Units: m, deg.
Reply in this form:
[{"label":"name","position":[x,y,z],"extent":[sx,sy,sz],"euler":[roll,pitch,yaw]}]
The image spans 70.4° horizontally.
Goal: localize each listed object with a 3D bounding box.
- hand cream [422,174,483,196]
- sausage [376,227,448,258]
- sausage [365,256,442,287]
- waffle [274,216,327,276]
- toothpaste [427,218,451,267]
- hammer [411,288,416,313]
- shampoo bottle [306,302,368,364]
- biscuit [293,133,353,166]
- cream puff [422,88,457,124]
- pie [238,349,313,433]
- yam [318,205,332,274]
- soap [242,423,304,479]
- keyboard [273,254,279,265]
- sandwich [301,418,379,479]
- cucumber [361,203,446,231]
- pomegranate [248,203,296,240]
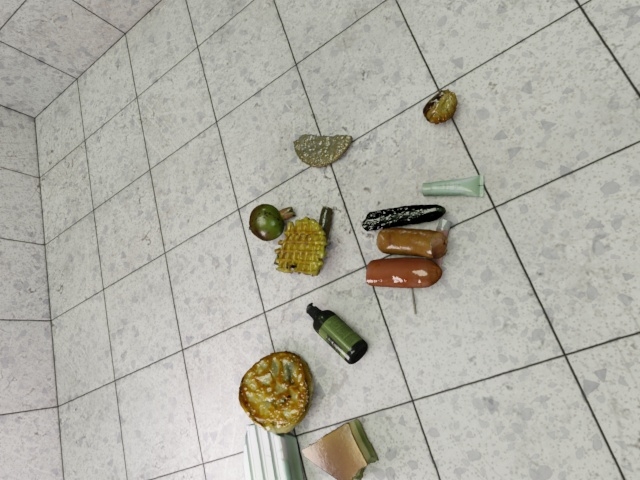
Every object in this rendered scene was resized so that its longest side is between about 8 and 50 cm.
[{"label":"hand cream","position":[0.457,-0.183,1.571],"extent":[0.205,0.050,0.078],"euler":[-1,78,26]},{"label":"sausage","position":[0.309,0.005,1.571],"extent":[0.270,0.109,0.109],"euler":[5,82,47]},{"label":"sausage","position":[0.289,0.111,1.570],"extent":[0.259,0.113,0.113],"euler":[-3,79,33]},{"label":"waffle","position":[-0.078,0.043,1.785],"extent":[0.283,0.065,0.309],"euler":[-48,42,24]},{"label":"toothpaste","position":[0.406,0.023,1.567],"extent":[0.067,0.043,0.194],"euler":[19,97,35]},{"label":"hammer","position":[0.326,0.203,1.592],"extent":[0.035,0.019,0.110],"euler":[-11,80,29]},{"label":"shampoo bottle","position":[0.045,0.331,1.683],"extent":[0.284,0.101,0.101],"euler":[40,101,31]},{"label":"biscuit","position":[-0.001,-0.372,1.886],"extent":[0.290,0.038,0.141],"euler":[10,86,34]},{"label":"cream puff","position":[0.428,-0.472,1.607],"extent":[0.104,0.119,0.133],"euler":[52,128,3]},{"label":"pie","position":[-0.161,0.568,1.731],"extent":[0.315,0.092,0.315],"euler":[-11,54,16]},{"label":"yam","position":[0.000,0.000,1.802],"extent":[0.061,0.061,0.274],"euler":[11,85,32]},{"label":"soap","position":[-0.180,0.859,1.704],"extent":[0.208,0.115,0.347],"euler":[-21,70,24]},{"label":"keyboard","position":[-0.139,0.093,1.889],"extent":[0.129,0.015,0.049],"euler":[18,89,32]},{"label":"sandwich","position":[0.070,0.758,1.578],"extent":[0.220,0.108,0.186],"euler":[-37,63,17]},{"label":"cucumber","position":[0.299,-0.088,1.629],"extent":[0.303,0.081,0.072],"euler":[-8,106,26]},{"label":"pomegranate","position":[-0.205,-0.085,1.898],"extent":[0.205,0.159,0.159],"euler":[-24,67,-3]}]
